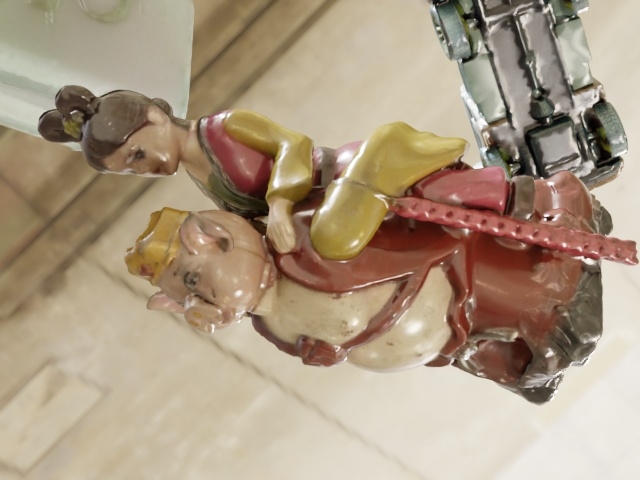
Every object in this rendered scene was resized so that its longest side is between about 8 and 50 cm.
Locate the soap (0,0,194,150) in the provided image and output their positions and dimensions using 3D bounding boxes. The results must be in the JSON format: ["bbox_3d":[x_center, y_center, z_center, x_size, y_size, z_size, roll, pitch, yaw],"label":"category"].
[{"bbox_3d":[-0.189,-0.164,0.919,0.095,0.173,0.289,-6,-15,35],"label":"soap"}]

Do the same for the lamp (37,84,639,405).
[{"bbox_3d":[0.000,0.000,0.758,0.253,0.118,0.118,13,12,-14],"label":"lamp"}]

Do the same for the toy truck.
[{"bbox_3d":[0.129,-0.158,1.243,0.140,0.108,0.257,-114,-177,-65],"label":"toy truck"}]
